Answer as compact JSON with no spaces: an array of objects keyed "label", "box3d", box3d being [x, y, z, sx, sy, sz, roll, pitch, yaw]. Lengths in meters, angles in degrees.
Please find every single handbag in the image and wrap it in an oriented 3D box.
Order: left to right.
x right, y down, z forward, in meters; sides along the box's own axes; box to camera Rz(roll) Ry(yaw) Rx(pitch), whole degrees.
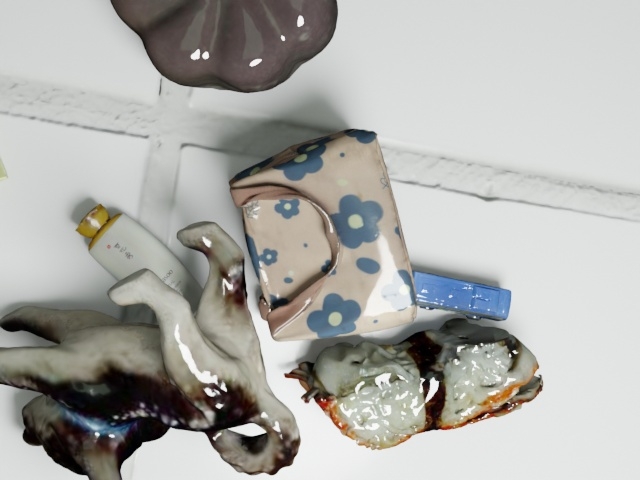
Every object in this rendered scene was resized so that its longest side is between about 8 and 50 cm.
[{"label":"handbag","box3d":[0.000,0.000,1.067,0.193,0.190,0.251,-14,97,-3]}]

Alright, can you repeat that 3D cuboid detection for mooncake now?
[{"label":"mooncake","box3d":[-0.116,-0.325,1.028,0.306,0.154,0.306,0,98,1]}]

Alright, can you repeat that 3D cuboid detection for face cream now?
[{"label":"face cream","box3d":[-0.226,0.029,1.089,0.182,0.051,0.072,42,88,-8]}]

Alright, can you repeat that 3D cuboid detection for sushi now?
[{"label":"sushi","box3d":[0.126,0.181,1.124,0.332,0.124,0.130,-13,105,-11]}]

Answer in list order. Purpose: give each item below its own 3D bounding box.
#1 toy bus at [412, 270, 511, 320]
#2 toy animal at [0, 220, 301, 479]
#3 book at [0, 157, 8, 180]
[{"label":"toy bus","box3d":[0.183,0.076,1.162,0.153,0.061,0.051,12,85,-9]},{"label":"toy animal","box3d":[-0.211,0.185,1.012,0.344,0.194,0.303,-25,103,19]},{"label":"book","box3d":[-0.453,-0.095,1.061,0.111,0.014,0.077,-20,95,-9]}]
